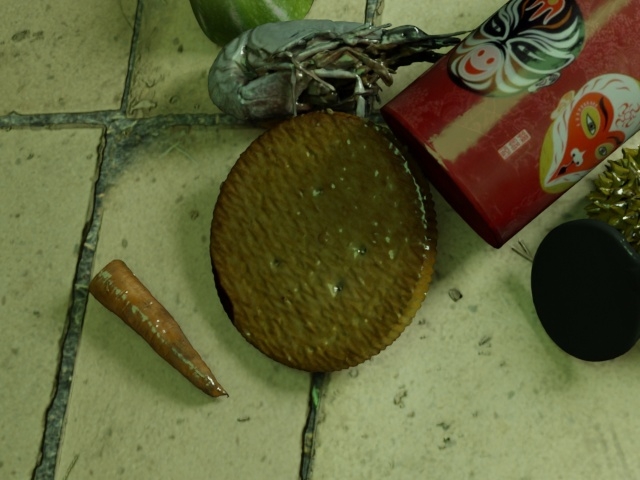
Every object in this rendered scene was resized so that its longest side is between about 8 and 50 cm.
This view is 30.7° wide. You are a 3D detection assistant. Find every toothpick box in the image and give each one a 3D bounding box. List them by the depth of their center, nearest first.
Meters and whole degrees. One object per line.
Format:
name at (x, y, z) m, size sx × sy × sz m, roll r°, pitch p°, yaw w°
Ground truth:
toothpick box at (0.254, -0.172, 1.255) m, size 0.333 × 0.204 × 0.204 m, roll -39°, pitch 64°, yaw 1°

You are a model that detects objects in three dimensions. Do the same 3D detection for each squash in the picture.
squash at (-0.101, -0.334, 1.480) m, size 0.170 × 0.123 × 0.170 m, roll -5°, pitch 75°, yaw 18°

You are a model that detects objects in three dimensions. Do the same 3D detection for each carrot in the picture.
carrot at (-0.189, 0.112, 1.378) m, size 0.057 × 0.057 × 0.224 m, roll -46°, pitch 67°, yaw -2°

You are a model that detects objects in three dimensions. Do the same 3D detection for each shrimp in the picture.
shrimp at (0.024, -0.203, 1.369) m, size 0.343 × 0.116 × 0.145 m, roll -4°, pitch 44°, yaw 19°

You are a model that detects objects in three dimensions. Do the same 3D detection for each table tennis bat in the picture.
table tennis bat at (0.299, 0.044, 1.180) m, size 0.236 × 0.027 × 0.150 m, roll -21°, pitch 81°, yaw 53°

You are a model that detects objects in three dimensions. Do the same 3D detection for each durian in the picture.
durian at (0.384, -0.025, 1.202) m, size 0.183 × 0.138 × 0.249 m, roll -48°, pitch 58°, yaw 6°

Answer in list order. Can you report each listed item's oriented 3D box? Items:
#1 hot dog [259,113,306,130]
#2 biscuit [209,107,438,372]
hot dog at (-0.018, -0.133, 1.423) m, size 0.137 × 0.028 × 0.044 m, roll 29°, pitch 107°, yaw 27°
biscuit at (0.000, 0.000, 1.318) m, size 0.305 × 0.038 × 0.305 m, roll -3°, pitch 85°, yaw 33°
